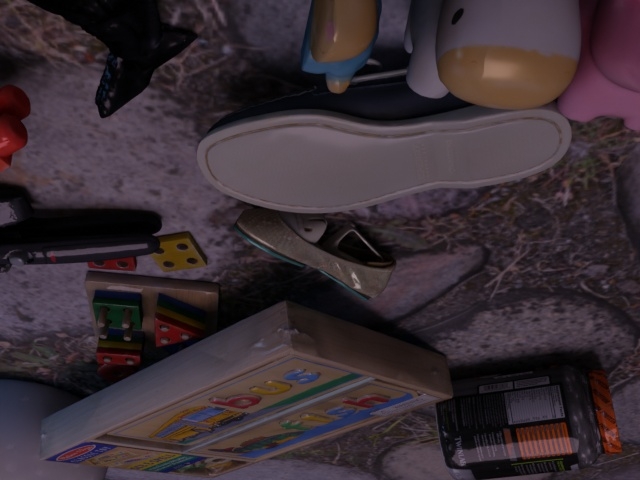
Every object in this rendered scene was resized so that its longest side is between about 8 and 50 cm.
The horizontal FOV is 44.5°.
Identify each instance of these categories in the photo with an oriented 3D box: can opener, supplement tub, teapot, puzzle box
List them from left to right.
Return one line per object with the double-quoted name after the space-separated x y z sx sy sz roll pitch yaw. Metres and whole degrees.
-0.392 0.307 0.991 0.256 0.187 0.252 24 138 -28 "teapot"
-0.232 -0.002 0.681 0.186 0.059 0.073 4 142 -2 "can opener"
-0.090 0.191 0.892 0.408 0.052 0.272 -28 145 33 "puzzle box"
0.234 0.205 0.887 0.190 0.117 0.117 -11 141 17 "supplement tub"

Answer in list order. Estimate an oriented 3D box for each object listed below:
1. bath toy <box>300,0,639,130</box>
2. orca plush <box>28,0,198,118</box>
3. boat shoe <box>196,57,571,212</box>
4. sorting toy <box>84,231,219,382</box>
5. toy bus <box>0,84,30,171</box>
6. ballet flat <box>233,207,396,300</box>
0.168 -0.125 0.440 0.348 0.151 0.129 5 132 -10 "bath toy"
-0.185 -0.166 0.429 0.151 0.102 0.287 -8 142 13 "orca plush"
0.041 -0.083 0.548 0.254 0.079 0.095 -9 140 10 "boat shoe"
-0.174 0.088 0.809 0.132 0.046 0.275 6 142 -6 "sorting toy"
-0.297 -0.028 0.531 0.211 0.220 0.149 -20 142 17 "toy bus"
0.000 0.000 0.693 0.168 0.057 0.052 28 108 -35 "ballet flat"
